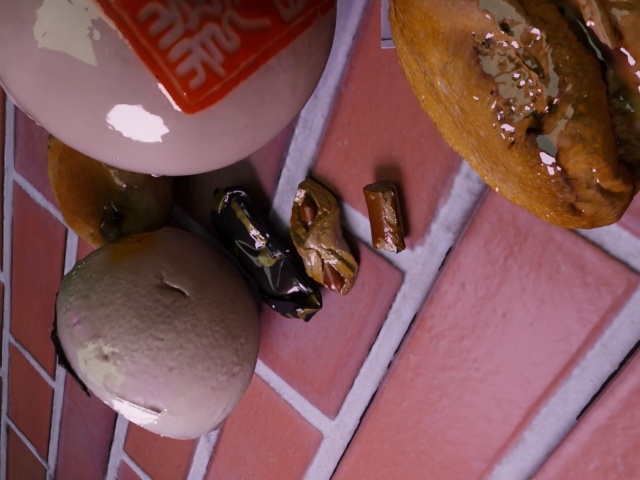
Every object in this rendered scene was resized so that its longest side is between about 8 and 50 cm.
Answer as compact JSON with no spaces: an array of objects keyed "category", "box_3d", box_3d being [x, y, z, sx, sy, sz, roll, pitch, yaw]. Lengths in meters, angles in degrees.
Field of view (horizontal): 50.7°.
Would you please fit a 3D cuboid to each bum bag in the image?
[{"category":"bum bag","box_3d":[-0.085,0.021,0.965,0.233,0.060,0.106,55,139,6]}]

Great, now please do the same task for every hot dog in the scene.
[{"category":"hot dog","box_3d":[-0.001,0.001,0.886,0.078,0.061,0.169,-17,98,41]}]

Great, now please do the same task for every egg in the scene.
[{"category":"egg","box_3d":[-0.194,0.105,0.963,0.201,0.337,0.337,-44,79,18]}]

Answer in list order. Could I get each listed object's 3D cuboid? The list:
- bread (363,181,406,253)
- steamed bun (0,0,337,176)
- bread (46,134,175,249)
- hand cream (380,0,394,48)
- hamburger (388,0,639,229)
[{"category":"bread","box_3d":[0.079,-0.028,0.825,0.047,0.036,0.083,8,116,46]},{"category":"steamed bun","box_3d":[-0.148,-0.258,0.668,0.375,0.374,0.241,64,156,-2]},{"category":"bread","box_3d":[-0.320,-0.095,1.062,0.244,0.134,0.245,19,124,31]},{"category":"hand cream","box_3d":[0.080,-0.310,0.699,0.052,0.038,0.216,33,138,55]},{"category":"hamburger","box_3d":[0.165,-0.150,0.525,0.170,0.314,0.290,-40,88,7]}]
